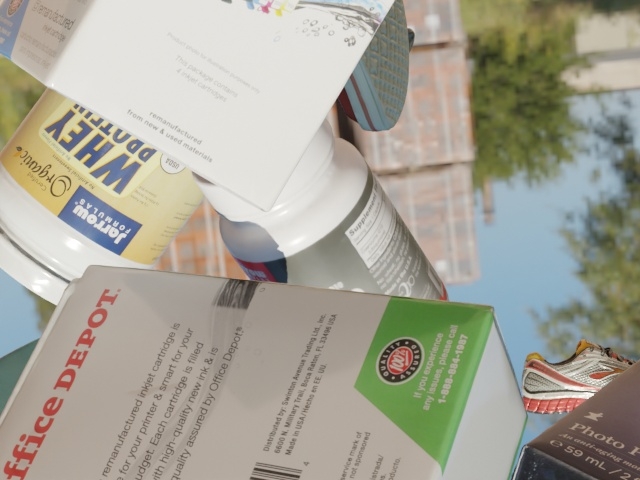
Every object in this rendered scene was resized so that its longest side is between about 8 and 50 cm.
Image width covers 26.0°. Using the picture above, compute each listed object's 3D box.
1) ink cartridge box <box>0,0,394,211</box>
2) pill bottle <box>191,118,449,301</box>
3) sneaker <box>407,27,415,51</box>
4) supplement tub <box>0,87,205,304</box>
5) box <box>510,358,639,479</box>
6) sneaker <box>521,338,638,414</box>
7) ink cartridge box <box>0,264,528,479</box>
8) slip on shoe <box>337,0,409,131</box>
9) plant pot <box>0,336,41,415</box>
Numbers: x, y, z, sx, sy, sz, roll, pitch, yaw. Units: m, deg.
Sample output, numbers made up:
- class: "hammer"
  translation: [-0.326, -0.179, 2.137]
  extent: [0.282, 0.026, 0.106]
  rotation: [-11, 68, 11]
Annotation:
- class: "ink cartridge box"
  translation: [-0.068, -0.173, 0.871]
  extent: [0.168, 0.233, 0.171]
  rotation: [30, -178, -31]
- class: "pill bottle"
  translation: [0.000, 0.000, 1.379]
  extent: [0.161, 0.283, 0.161]
  rotation: [-23, -145, 17]
- class: "sneaker"
  translation: [-0.023, -0.229, 1.805]
  extent: [0.286, 0.130, 0.109]
  rotation: [-31, 168, 2]
- class: "supplement tub"
  translation: [-0.248, -0.091, 1.647]
  extent: [0.228, 0.316, 0.228]
  rotation: [36, -172, -6]
- class: "box"
  translation: [0.337, 0.253, 1.161]
  extent: [0.296, 0.183, 0.294]
  rotation: [24, -155, 27]
- class: "sneaker"
  translation: [0.373, 0.172, 1.811]
  extent: [0.225, 0.093, 0.088]
  rotation: [-6, 175, 4]
- class: "ink cartridge box"
  translation: [-0.046, 0.139, 0.842]
  extent: [0.289, 0.121, 0.211]
  rotation: [6, -126, 26]
- class: "slip on shoe"
  translation: [-0.026, -0.225, 1.047]
  extent: [0.101, 0.331, 0.123]
  rotation: [-15, -150, 32]
- class: "plant pot"
  translation: [-0.333, 0.230, 1.634]
  extent: [0.234, 0.165, 0.165]
  rotation: [-43, -119, -16]
